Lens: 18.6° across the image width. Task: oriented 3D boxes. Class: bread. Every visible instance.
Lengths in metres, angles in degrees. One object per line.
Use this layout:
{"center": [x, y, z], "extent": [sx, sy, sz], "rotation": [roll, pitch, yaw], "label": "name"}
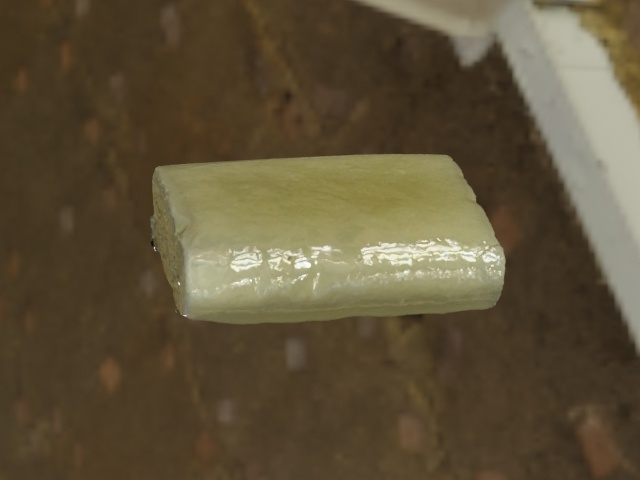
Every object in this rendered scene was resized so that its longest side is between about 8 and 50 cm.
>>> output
{"center": [0.000, 0.000, 1.076], "extent": [0.139, 0.178, 0.060], "rotation": [-110, -158, -59], "label": "bread"}
